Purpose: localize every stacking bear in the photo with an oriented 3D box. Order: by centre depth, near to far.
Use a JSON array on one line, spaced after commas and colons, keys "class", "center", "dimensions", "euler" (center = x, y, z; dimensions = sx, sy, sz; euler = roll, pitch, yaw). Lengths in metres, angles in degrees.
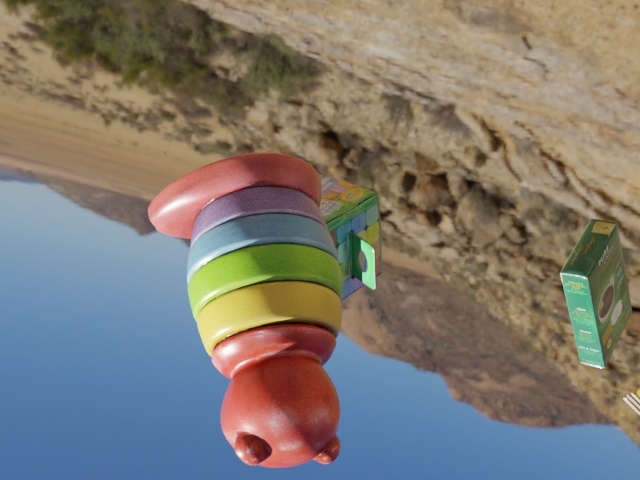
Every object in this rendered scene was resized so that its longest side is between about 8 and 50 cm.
[{"class": "stacking bear", "center": [-0.052, 0.076, 0.825], "dimensions": [0.175, 0.289, 0.164], "euler": [11, 147, -37]}]

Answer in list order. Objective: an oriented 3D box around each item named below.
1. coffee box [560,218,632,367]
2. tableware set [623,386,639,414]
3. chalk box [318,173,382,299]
[{"class": "coffee box", "center": [0.378, 0.073, 1.155], "dimensions": [0.040, 0.113, 0.184], "euler": [12, 142, 38]}, {"class": "tableware set", "center": [0.404, 0.204, 0.910], "dimensions": [0.154, 0.024, 0.104], "euler": [45, 162, 15]}, {"class": "chalk box", "center": [0.000, 0.000, 1.156], "dimensions": [0.213, 0.132, 0.132], "euler": [21, -143, 36]}]
